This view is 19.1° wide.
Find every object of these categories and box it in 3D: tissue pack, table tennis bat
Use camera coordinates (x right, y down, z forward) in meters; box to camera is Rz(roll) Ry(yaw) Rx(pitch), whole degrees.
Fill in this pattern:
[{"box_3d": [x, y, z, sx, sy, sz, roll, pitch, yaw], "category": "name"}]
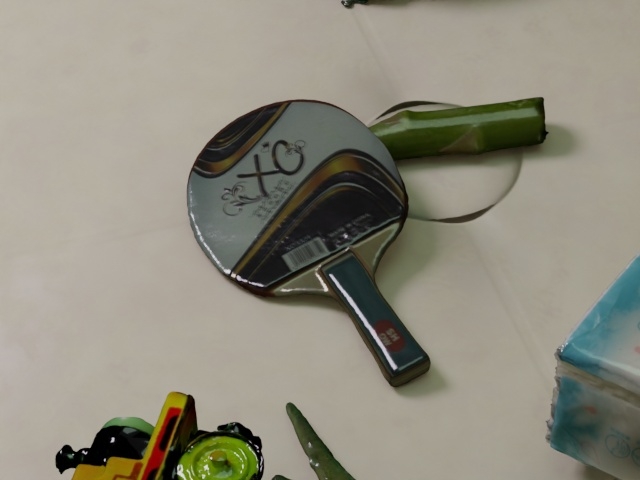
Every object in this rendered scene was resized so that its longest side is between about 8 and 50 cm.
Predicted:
[{"box_3d": [0.321, 0.112, 1.348, 0.271, 0.124, 0.201, 24, 48, 24], "category": "tissue pack"}, {"box_3d": [0.000, 0.000, 1.520, 0.173, 0.022, 0.301, -28, 54, -6], "category": "table tennis bat"}]

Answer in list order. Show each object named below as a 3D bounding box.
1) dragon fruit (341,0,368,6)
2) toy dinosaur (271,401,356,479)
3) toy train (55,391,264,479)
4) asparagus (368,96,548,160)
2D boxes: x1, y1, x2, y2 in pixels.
[{"box_3d": [0.098, -0.345, 1.796, 0.295, 0.130, 0.268, -21, 44, -17], "category": "dragon fruit"}, {"box_3d": [0.118, 0.246, 1.263, 0.301, 0.087, 0.447, 6, 33, -14], "category": "toy dinosaur"}, {"box_3d": [-0.132, 0.231, 1.263, 0.160, 0.100, 0.296, 9, 47, 12], "category": "toy train"}, {"box_3d": [0.103, -0.091, 1.607, 0.178, 0.041, 0.045, -8, 85, -5], "category": "asparagus"}]
